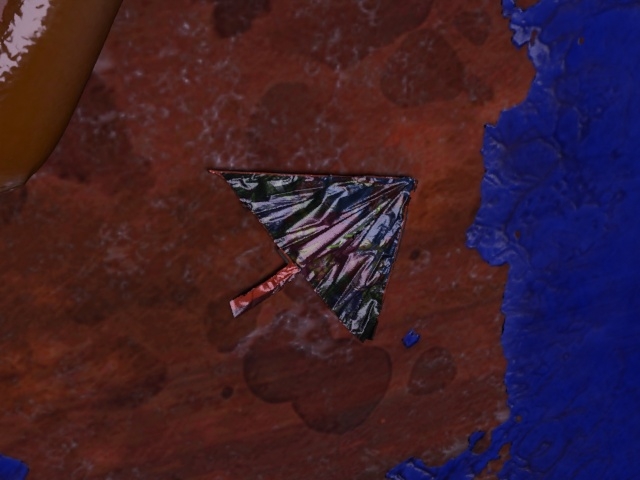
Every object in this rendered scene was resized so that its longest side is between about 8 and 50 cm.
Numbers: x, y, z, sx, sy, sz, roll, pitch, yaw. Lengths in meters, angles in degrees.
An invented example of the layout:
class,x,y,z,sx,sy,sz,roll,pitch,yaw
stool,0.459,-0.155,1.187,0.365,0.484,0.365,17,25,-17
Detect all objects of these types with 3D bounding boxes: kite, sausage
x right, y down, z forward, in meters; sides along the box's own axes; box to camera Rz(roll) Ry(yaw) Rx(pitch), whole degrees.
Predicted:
class,x,y,z,sx,sy,sz,roll,pitch,yaw
kite,0.000,0.000,0.912,0.189,0.009,0.232,-37,123,-2
sausage,-0.179,-0.155,0.696,0.105,0.105,0.274,19,106,-31
